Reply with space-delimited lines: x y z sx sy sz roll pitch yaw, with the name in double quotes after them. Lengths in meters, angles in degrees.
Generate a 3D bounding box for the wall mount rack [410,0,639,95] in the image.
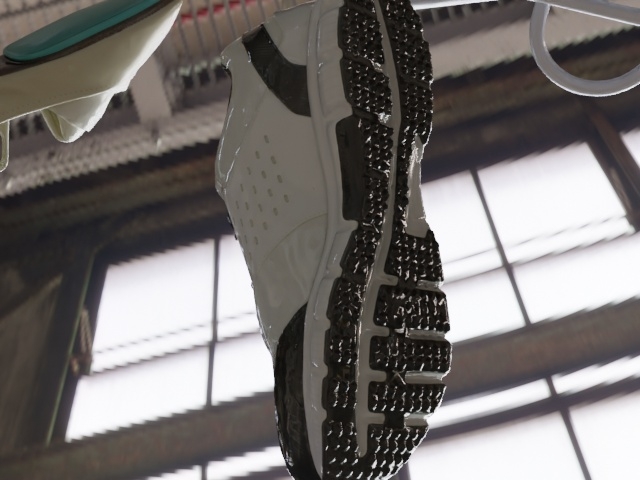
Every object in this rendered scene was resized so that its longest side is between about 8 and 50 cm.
0.195 -0.250 1.135 0.304 0.130 0.350 11 -61 -5 "wall mount rack"

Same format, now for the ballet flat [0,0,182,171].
-0.198 -0.090 1.027 0.248 0.086 0.086 -21 -67 -12 "ballet flat"

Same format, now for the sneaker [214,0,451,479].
0.000 0.000 0.334 0.043 0.109 0.040 -12 -21 37 "sneaker"
